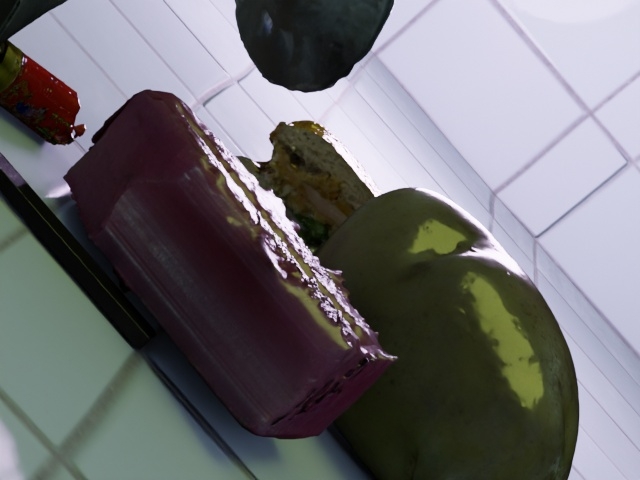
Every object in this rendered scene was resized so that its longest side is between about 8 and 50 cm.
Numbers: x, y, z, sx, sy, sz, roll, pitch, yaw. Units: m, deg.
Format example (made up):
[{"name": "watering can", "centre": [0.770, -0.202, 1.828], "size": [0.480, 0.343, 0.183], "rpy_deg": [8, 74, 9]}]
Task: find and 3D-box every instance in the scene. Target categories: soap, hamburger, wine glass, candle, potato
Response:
[{"name": "soap", "centre": [-0.084, 0.014, 1.473], "size": [0.325, 0.127, 0.220], "rpy_deg": [52, 6, 16]}, {"name": "hamburger", "centre": [0.018, 0.004, 1.859], "size": [0.283, 0.144, 0.156], "rpy_deg": [51, 4, -4]}, {"name": "wine glass", "centre": [-0.140, -0.243, 1.448], "size": [0.406, 0.267, 0.267], "rpy_deg": [4, 44, -44]}, {"name": "candle", "centre": [-0.247, -0.125, 1.521], "size": [0.131, 0.052, 0.052], "rpy_deg": [40, 16, -41]}, {"name": "potato", "centre": [0.115, 0.115, 1.666], "size": [0.326, 0.221, 0.243], "rpy_deg": [54, 22, 14]}]

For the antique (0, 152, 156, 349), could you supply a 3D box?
[{"name": "antique", "centre": [-0.198, 0.007, 1.388], "size": [0.192, 0.015, 0.031], "rpy_deg": [49, 11, -1]}]
